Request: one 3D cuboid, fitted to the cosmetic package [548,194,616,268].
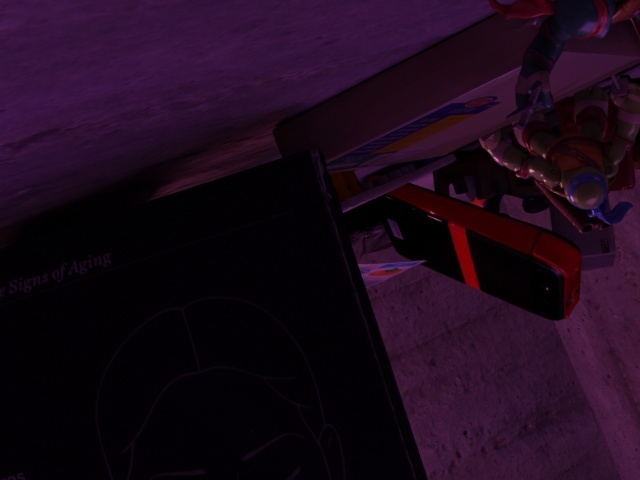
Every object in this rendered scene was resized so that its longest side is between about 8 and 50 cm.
[{"bbox_3d":[0.437,-0.019,2.035,0.107,0.127,0.238,-8,170,14],"label":"cosmetic package"}]

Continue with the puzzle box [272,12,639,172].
[{"bbox_3d":[0.159,-0.151,1.222,0.272,0.052,0.409,-24,176,26],"label":"puzzle box"}]

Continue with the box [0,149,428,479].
[{"bbox_3d":[-0.146,0.237,1.098,0.480,0.471,0.297,-17,164,1],"label":"box"}]

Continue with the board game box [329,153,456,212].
[{"bbox_3d":[-0.054,-0.024,1.567,0.390,0.050,0.390,-24,-179,25],"label":"board game box"}]

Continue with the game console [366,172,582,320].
[{"bbox_3d":[0.257,0.012,1.977,0.060,0.342,0.386,-62,163,-10],"label":"game console"}]

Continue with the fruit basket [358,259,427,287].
[{"bbox_3d":[-0.042,0.085,1.996,0.327,0.165,0.353,-1,173,-24],"label":"fruit basket"}]

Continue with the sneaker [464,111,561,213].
[{"bbox_3d":[0.402,-0.137,2.133,0.350,0.148,0.131,-26,175,42],"label":"sneaker"}]

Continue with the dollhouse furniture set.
[{"bbox_3d":[0.373,-0.164,1.924,0.374,0.152,0.201,-2,-167,44],"label":"dollhouse furniture set"}]

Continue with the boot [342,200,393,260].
[{"bbox_3d":[0.000,0.000,2.215,0.338,0.118,0.223,-30,169,3],"label":"boot"}]

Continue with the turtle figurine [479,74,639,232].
[{"bbox_3d":[0.313,-0.165,1.577,0.198,0.275,0.266,-47,-170,18],"label":"turtle figurine"}]

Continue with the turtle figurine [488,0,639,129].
[{"bbox_3d":[0.216,-0.166,0.854,0.175,0.118,0.234,-7,-157,39],"label":"turtle figurine"}]

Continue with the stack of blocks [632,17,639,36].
[{"bbox_3d":[0.509,-0.269,1.330,0.297,0.087,0.171,-20,175,-34],"label":"stack of blocks"}]
